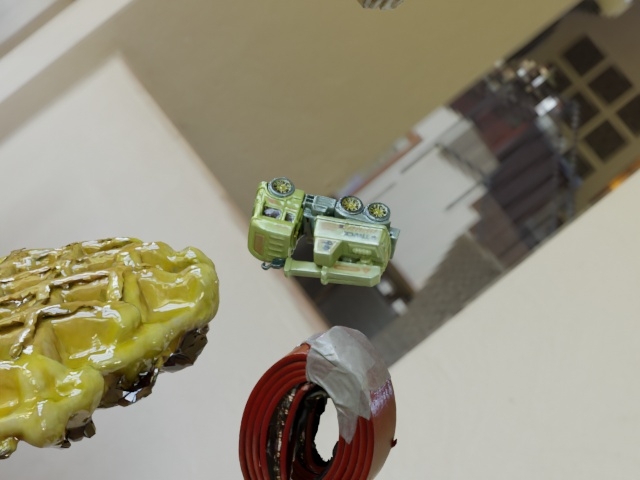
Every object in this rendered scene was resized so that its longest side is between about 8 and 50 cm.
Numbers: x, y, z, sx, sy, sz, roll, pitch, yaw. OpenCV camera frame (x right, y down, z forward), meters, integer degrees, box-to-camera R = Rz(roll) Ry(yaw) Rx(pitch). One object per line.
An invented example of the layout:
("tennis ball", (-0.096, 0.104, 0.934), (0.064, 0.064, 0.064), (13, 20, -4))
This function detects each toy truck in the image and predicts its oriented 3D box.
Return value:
("toy truck", (0.000, 0.000, 1.589), (0.169, 0.100, 0.077), (15, -42, 2))

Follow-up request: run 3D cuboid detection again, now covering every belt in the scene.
("belt", (0.002, 0.287, 2.223), (0.227, 0.324, 0.115), (25, 24, 15))

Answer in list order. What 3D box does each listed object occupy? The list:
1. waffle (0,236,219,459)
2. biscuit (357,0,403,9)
("waffle", (-0.289, 0.094, 1.185), (0.382, 0.379, 0.095), (-1, -66, 42))
("biscuit", (0.138, -0.442, 1.585), (0.426, 0.078, 0.144), (-50, -129, 48))
